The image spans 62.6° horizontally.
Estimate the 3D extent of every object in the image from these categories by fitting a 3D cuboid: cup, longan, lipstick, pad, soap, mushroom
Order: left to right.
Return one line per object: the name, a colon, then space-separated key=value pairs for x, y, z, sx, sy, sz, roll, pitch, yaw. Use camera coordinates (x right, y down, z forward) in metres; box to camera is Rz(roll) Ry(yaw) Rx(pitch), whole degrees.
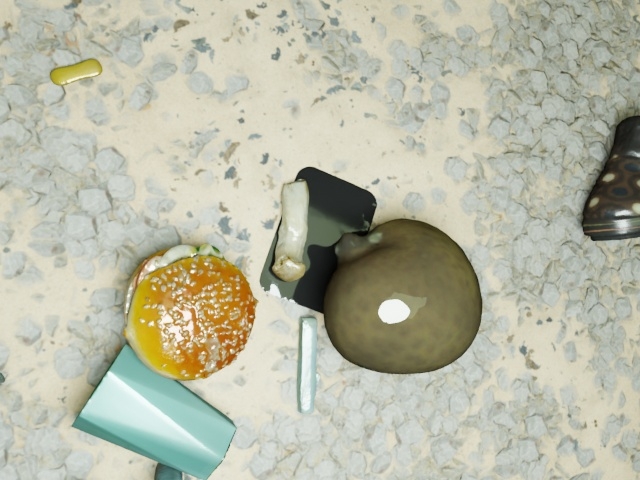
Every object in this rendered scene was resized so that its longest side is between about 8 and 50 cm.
soap: x=-0.437 y=-0.301 z=0.941 sx=0.089 sy=0.012 sz=0.034 roll=-22 pitch=90 yaw=-16
cup: x=-0.262 y=0.291 z=0.873 sx=0.235 sy=0.148 sz=0.134 roll=31 pitch=51 yaw=-12
lipstick: x=-0.246 y=0.396 z=0.850 sx=0.048 sy=0.158 sz=0.048 roll=1 pitch=85 yaw=-15
mushroom: x=-0.052 y=-0.024 z=0.999 sx=0.059 sy=0.054 sz=0.202 roll=9 pitch=78 yaw=-13
pad: x=0.000 y=0.000 z=1.037 sx=0.181 sy=0.004 sz=0.267 roll=22 pitch=80 yaw=-13
longan: x=0.139 y=0.100 z=0.944 sx=0.300 sy=0.243 sz=0.300 roll=10 pitch=63 yaw=-21

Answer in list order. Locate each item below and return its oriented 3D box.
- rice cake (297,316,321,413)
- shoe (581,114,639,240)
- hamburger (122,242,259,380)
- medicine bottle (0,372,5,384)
rice cake: x=-0.021 y=0.236 z=0.994 sx=0.042 sy=0.030 sz=0.180 roll=3 pitch=85 yaw=-17
shoe: x=0.720 y=-0.160 z=1.162 sx=0.384 sy=0.171 sz=0.237 roll=-25 pitch=98 yaw=-18
hamburger: x=-0.219 y=0.120 z=0.880 sx=0.237 sy=0.147 sz=0.237 roll=9 pitch=70 yaw=-27
medicine bottle: x=-0.607 y=0.292 z=0.723 sx=0.245 sy=0.245 sz=0.290 roll=27 pitch=76 yaw=-11
